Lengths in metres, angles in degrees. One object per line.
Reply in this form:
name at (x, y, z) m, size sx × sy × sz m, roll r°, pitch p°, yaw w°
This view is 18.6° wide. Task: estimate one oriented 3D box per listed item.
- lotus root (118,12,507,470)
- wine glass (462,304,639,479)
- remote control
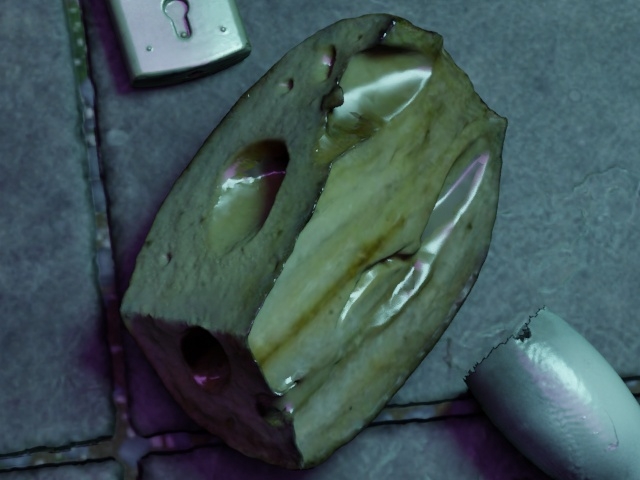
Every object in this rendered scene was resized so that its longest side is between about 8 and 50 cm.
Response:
lotus root at (-0.005, -0.002, 1.423) m, size 0.314 × 0.142 × 0.210 m, roll -52°, pitch 124°, yaw -21°
wine glass at (0.175, 0.240, 1.398) m, size 0.264 × 0.096 × 0.309 m, roll -42°, pitch 82°, yaw -11°
remote control at (-0.131, -0.235, 1.508) m, size 0.098 × 0.038 × 0.233 m, roll -16°, pitch 79°, yaw -11°
